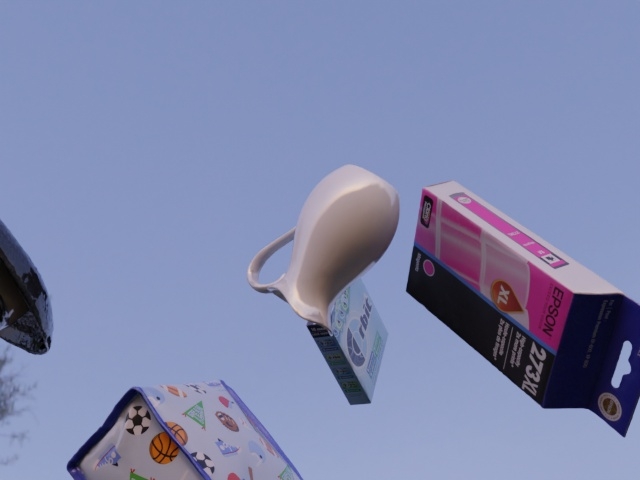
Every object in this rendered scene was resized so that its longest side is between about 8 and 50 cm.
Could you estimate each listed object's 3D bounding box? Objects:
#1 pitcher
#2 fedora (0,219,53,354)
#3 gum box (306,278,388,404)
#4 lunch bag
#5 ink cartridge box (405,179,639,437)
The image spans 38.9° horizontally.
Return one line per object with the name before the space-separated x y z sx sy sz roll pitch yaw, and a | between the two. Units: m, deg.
pitcher | 0.000 0.000 1.207 0.125 0.177 0.207 38 -100 -49
fedora | -0.391 0.020 0.767 0.152 0.334 0.334 -49 -49 -31
gum box | 0.047 0.142 1.444 0.041 0.157 0.184 -10 -54 25
lunch bag | -0.186 0.449 1.552 0.239 0.385 0.328 -51 -19 12
ink cartridge box | 0.251 0.080 1.152 0.069 0.371 0.176 -15 -54 -32
